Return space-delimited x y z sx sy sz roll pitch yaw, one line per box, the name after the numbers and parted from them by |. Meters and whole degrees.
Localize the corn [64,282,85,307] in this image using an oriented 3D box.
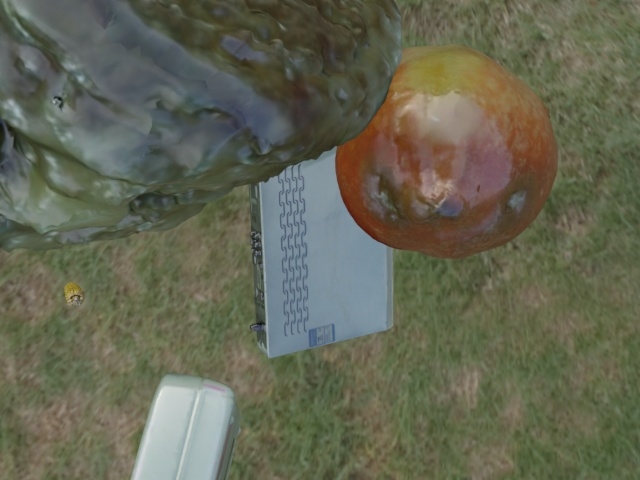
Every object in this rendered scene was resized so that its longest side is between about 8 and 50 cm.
-0.355 0.078 1.633 0.027 0.083 0.028 10 95 -18 | corn

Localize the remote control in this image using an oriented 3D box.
-0.091 0.171 0.761 0.050 0.344 0.145 13 78 0 | remote control

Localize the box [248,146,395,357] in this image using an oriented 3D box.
0.000 0.000 1.407 0.211 0.045 0.270 -12 112 -24 | box

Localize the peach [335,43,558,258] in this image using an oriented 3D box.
0.127 -0.082 1.165 0.232 0.257 0.232 3 125 4 | peach

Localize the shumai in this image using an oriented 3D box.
-0.162 -0.140 0.809 0.395 0.395 0.348 35 127 -7 | shumai
